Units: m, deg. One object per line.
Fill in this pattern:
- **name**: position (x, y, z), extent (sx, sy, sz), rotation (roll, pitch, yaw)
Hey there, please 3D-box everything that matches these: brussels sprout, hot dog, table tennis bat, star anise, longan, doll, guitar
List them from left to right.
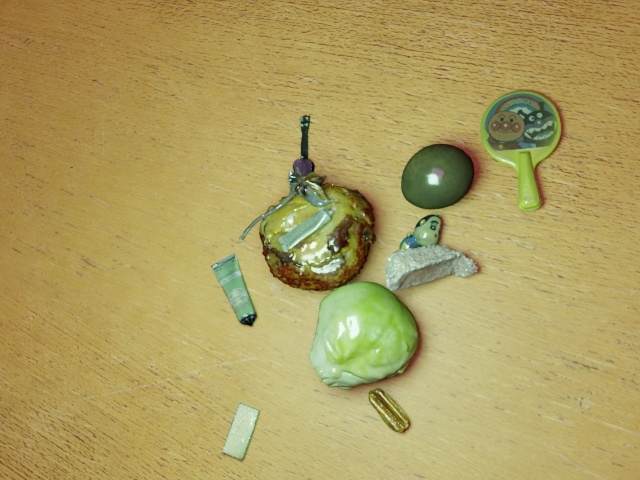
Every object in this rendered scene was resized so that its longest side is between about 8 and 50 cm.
- **star anise**: position (-0.090, -0.082, 1.833), extent (0.148, 0.218, 0.227), rotation (51, 126, 18)
- **guitar**: position (-0.051, -0.265, 2.052), extent (0.083, 0.038, 0.271), rotation (-2, 78, 11)
- **brussels sprout**: position (0.110, 0.248, 1.800), extent (0.316, 0.242, 0.274), rotation (-13, 98, -13)
- **hot dog**: position (0.186, 0.468, 1.843), extent (0.062, 0.038, 0.144), rotation (-45, 71, 3)
- **doll**: position (0.284, -0.003, 1.899), extent (0.179, 0.102, 0.089), rotation (-53, 34, -1)
- **longan**: position (0.327, -0.179, 1.874), extent (0.212, 0.198, 0.198), rotation (-18, 75, 10)
- **table tennis bat**: position (0.577, -0.261, 1.903), extent (0.224, 0.054, 0.369), rotation (-4, 74, 13)

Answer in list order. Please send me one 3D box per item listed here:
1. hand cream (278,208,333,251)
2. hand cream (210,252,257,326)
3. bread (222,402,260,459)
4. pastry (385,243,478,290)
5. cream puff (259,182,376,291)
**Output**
- **hand cream**: position (-0.037, -0.032, 1.761), extent (0.165, 0.037, 0.057), rotation (-35, 48, 7)
- **hand cream**: position (-0.255, 0.153, 2.006), extent (0.086, 0.055, 0.235), rotation (-28, 67, 3)
- **bread**: position (-0.228, 0.551, 1.925), extent (0.068, 0.028, 0.154), rotation (16, 81, 15)
- **pastry**: position (0.292, 0.067, 1.836), extent (0.265, 0.103, 0.112), rotation (-3, 49, -22)
- **cream puff**: position (0.001, 0.004, 1.882), extent (0.350, 0.229, 0.351), rotation (-15, 47, 16)
